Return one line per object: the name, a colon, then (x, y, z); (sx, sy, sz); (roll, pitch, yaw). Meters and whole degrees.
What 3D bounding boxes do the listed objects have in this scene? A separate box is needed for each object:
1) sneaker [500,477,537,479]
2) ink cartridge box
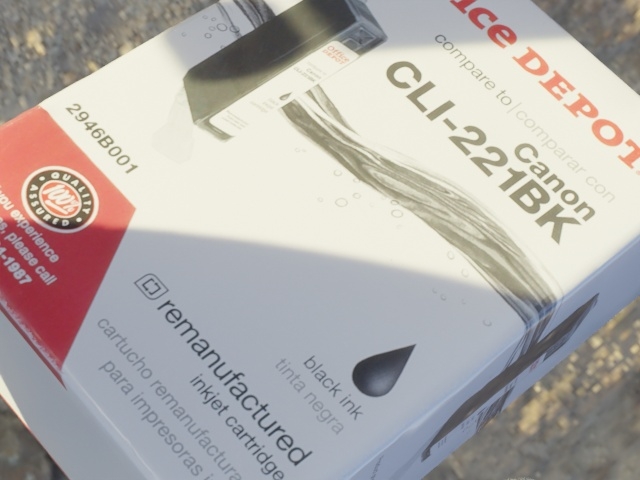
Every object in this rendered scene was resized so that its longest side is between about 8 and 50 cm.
sneaker: (0.059, 0.083, 0.382); (0.083, 0.032, 0.037); (-16, 155, 42)
ink cartridge box: (0.000, 0.000, 0.557); (0.273, 0.197, 0.114); (-35, 160, -26)
